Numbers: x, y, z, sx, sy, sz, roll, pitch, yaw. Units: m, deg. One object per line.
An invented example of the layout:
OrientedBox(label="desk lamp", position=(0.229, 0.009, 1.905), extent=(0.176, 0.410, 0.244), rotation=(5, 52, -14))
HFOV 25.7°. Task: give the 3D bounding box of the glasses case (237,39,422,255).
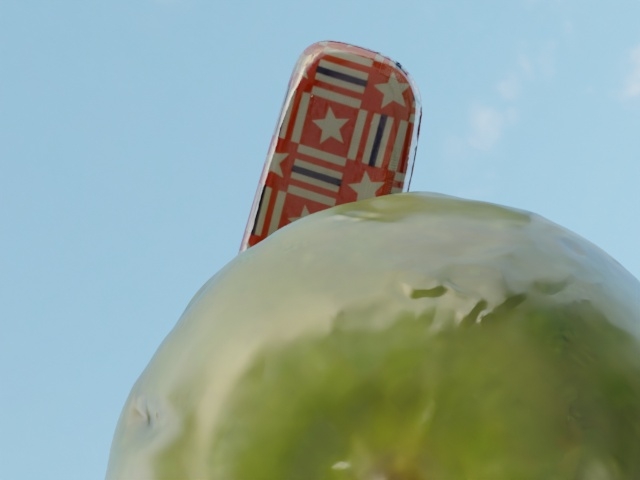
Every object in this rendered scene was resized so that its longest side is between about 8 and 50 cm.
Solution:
OrientedBox(label="glasses case", position=(0.000, 0.000, 0.694), extent=(0.073, 0.049, 0.194), rotation=(19, -80, 9))

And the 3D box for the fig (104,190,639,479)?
OrientedBox(label="fig", position=(0.024, 0.112, 0.543), extent=(0.233, 0.314, 0.233), rotation=(5, -111, -13))
